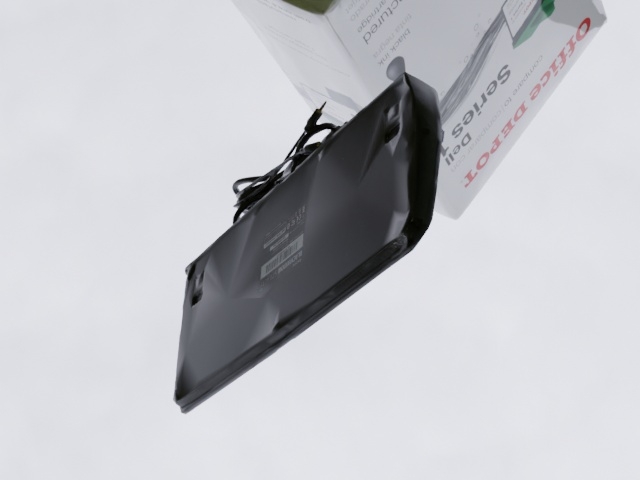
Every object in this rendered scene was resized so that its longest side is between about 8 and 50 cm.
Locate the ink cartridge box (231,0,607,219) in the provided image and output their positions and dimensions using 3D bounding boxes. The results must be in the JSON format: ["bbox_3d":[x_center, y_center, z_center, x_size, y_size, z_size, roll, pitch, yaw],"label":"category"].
[{"bbox_3d":[0.055,-0.133,0.759,0.093,0.219,0.160,32,-99,33],"label":"ink cartridge box"}]

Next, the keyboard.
[{"bbox_3d":[0.000,0.000,0.568,0.192,0.038,0.100,-37,-138,50],"label":"keyboard"}]
